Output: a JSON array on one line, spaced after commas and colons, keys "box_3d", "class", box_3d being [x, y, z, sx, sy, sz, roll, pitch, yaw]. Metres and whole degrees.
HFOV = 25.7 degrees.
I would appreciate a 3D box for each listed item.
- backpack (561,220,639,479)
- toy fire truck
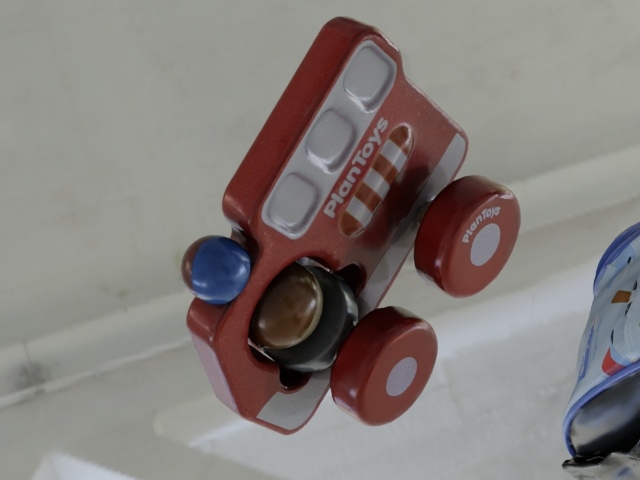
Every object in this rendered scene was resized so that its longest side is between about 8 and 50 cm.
[{"box_3d": [0.248, 0.055, 0.670, 0.276, 0.263, 0.213, 31, -126, -10], "class": "backpack"}, {"box_3d": [0.000, 0.000, 1.103, 0.169, 0.254, 0.302, 32, -91, 37], "class": "toy fire truck"}]
